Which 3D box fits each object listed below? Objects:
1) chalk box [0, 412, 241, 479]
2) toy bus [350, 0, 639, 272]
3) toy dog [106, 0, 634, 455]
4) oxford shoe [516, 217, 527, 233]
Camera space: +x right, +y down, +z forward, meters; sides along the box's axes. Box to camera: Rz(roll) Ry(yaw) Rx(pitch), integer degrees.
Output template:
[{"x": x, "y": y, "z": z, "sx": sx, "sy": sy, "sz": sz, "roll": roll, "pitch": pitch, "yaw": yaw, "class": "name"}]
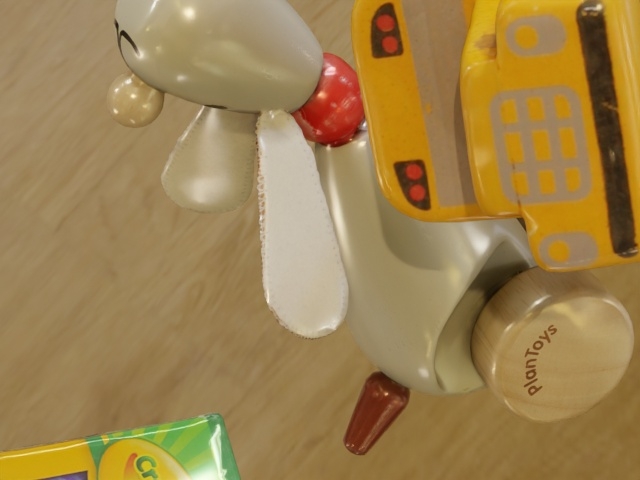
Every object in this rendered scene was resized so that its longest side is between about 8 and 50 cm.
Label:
[{"x": -0.102, "y": 0.198, "z": 0.745, "sx": 0.289, "sy": 0.179, "sz": 0.180, "roll": -8, "pitch": 144, "yaw": -14, "class": "chalk box"}, {"x": 0.103, "y": -0.091, "z": 0.779, "sx": 0.130, "sy": 0.333, "sz": 0.108, "roll": -4, "pitch": 110, "yaw": 19, "class": "toy bus"}, {"x": 0.000, "y": 0.000, "z": 0.952, "sx": 0.333, "sy": 0.220, "sz": 0.161, "roll": 40, "pitch": 94, "yaw": -15, "class": "toy dog"}, {"x": 0.096, "y": -0.088, "z": 1.575, "sx": 0.227, "sy": 0.083, "sz": 0.096, "roll": 35, "pitch": 129, "yaw": 12, "class": "oxford shoe"}]
